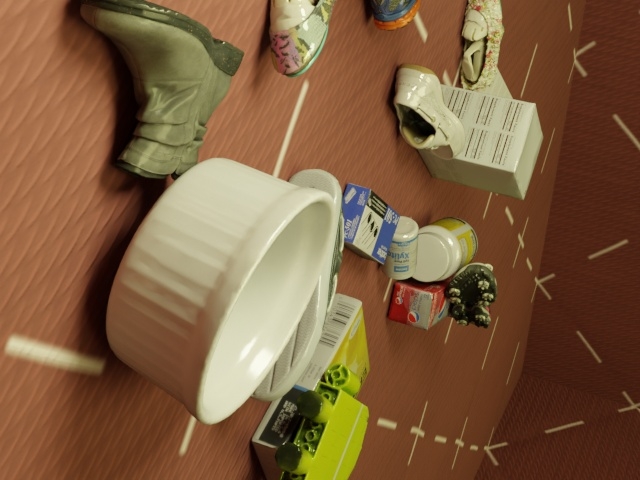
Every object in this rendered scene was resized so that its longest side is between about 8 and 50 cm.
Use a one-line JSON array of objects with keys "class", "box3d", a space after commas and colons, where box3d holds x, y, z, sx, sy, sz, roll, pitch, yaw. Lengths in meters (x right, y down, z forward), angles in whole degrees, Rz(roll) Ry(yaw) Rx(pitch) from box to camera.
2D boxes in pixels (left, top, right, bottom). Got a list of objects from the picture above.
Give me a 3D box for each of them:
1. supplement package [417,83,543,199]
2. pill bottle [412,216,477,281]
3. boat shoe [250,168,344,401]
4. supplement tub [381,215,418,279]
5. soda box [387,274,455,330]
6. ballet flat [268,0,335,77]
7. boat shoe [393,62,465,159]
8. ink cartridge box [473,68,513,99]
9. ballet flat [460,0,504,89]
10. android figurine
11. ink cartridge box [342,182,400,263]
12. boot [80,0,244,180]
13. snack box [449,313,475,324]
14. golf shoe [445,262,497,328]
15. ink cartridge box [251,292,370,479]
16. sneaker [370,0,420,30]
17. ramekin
[{"class": "supplement package", "box3d": [0.326, -0.199, 1.962, 0.194, 0.203, 0.149, 40, 67, -68]}, {"class": "pill bottle", "box3d": [0.251, 0.020, 2.043, 0.208, 0.119, 0.119, -20, 123, -65]}, {"class": "boat shoe", "box3d": [-0.023, 0.069, 1.363, 0.119, 0.121, 0.335, 44, 61, -62]}, {"class": "supplement tub", "box3d": [0.151, 0.014, 1.848, 0.071, 0.071, 0.107, -53, 150, -45]}, {"class": "soda box", "box3d": [0.233, 0.124, 2.109, 0.263, 0.092, 0.083, -14, 117, -68]}, {"class": "ballet flat", "box3d": [-0.019, -0.299, 1.199, 0.079, 0.077, 0.221, 59, 43, -39]}, {"class": "boat shoe", "box3d": [0.185, -0.208, 1.752, 0.277, 0.098, 0.096, 47, 63, -55]}, {"class": "ink cartridge box", "box3d": [0.368, -0.317, 2.234, 0.224, 0.056, 0.181, 47, 59, -45]}, {"class": "ballet flat", "box3d": [0.327, -0.409, 1.996, 0.077, 0.091, 0.241, -34, 136, -28]}, {"class": "android figurine", "box3d": [0.006, 0.322, 1.540, 0.248, 0.056, 0.273, -68, 157, -11]}, {"class": "ink cartridge box", "box3d": [0.080, -0.026, 1.670, 0.097, 0.046, 0.207, -71, 160, -5]}, {"class": "boot", "box3d": [-0.160, -0.136, 0.931, 0.246, 0.083, 0.161, 13, 98, -68]}, {"class": "snack box", "box3d": [0.315, 0.160, 2.278, 0.037, 0.141, 0.100, -70, 159, -10]}, {"class": "golf shoe", "box3d": [0.328, 0.092, 2.084, 0.273, 0.105, 0.120, 79, 22, -65]}, {"class": "ink cartridge box", "box3d": [-0.001, 0.299, 1.668, 0.303, 0.072, 0.307, -61, 154, -32]}, {"class": "sneaker", "box3d": [0.134, -0.429, 1.479, 0.087, 0.083, 0.221, 54, 51, -55]}, {"class": "ramekin", "box3d": [-0.108, 0.046, 1.045, 0.277, 0.135, 0.277, -56, 164, -26]}]
